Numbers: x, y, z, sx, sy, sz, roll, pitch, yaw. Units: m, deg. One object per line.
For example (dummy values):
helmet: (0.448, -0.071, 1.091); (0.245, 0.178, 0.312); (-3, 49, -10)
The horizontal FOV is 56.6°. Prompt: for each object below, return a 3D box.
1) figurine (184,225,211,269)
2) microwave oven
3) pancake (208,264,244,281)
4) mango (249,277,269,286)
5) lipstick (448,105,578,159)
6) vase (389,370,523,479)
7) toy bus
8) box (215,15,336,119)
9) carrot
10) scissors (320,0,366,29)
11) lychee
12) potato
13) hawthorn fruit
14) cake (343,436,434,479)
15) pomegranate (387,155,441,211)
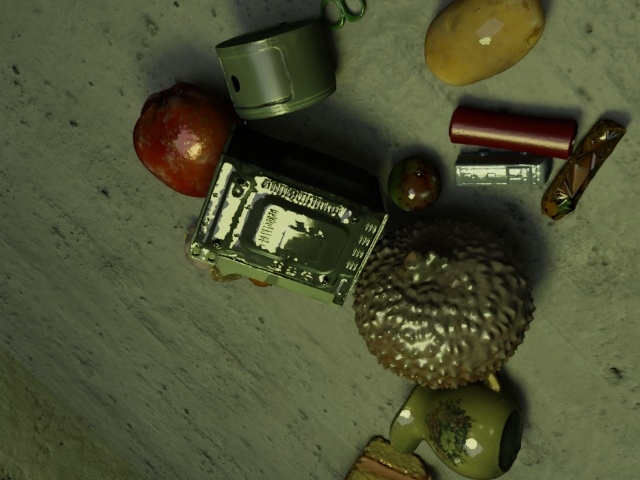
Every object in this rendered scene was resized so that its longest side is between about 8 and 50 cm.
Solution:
figurine: (-0.309, 0.008, 1.664); (0.229, 0.112, 0.137); (-33, 106, 32)
microwave oven: (-0.069, -0.050, 1.266); (0.354, 0.218, 0.286); (20, 118, -11)
pancake: (-0.250, 0.075, 1.678); (0.139, 0.139, 0.022); (-57, 46, 39)
mango: (-0.145, 0.055, 1.623); (0.115, 0.089, 0.165); (34, 121, 8)
lipstick: (0.380, -0.216, 1.182); (0.241, 0.080, 0.080); (13, 125, 20)
vase: (0.354, 0.427, 1.537); (0.302, 0.240, 0.330); (7, 95, 39)
toy bus: (0.374, -0.149, 1.229); (0.190, 0.075, 0.064); (3, 120, 27)
box: (-0.089, -0.361, 1.238); (0.226, 0.226, 0.150); (-2, 118, 28)
carrot: (0.514, -0.139, 1.174); (0.069, 0.069, 0.229); (29, 128, 9)
scissors: (0.018, -0.536, 1.201); (0.101, 0.027, 0.205); (-11, 115, 31)
lychee: (0.264, 0.143, 1.288); (0.380, 0.381, 0.432); (1, 146, 27)
potato: (0.292, -0.380, 1.095); (0.233, 0.146, 0.150); (-26, 75, 37)
hawthorn fruit: (-0.303, -0.244, 1.409); (0.284, 0.284, 0.284); (13, 125, 20)
cake: (0.178, 0.826, 1.797); (0.293, 0.307, 0.314); (23, 128, 11)
pomegranate: (0.210, -0.121, 1.309); (0.130, 0.130, 0.130); (13, 125, 20)
